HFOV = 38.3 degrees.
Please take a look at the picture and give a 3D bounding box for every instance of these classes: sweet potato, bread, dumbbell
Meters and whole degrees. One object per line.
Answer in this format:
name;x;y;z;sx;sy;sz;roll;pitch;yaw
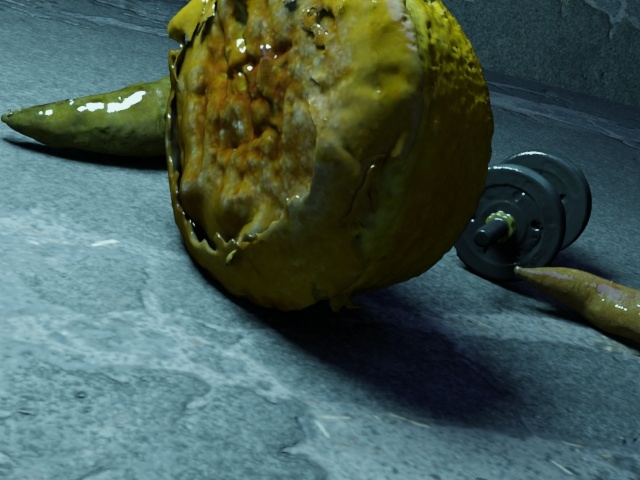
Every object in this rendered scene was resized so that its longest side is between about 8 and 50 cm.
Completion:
sweet potato;-0.184;-0.161;1.178;0.423;0.130;0.130;-15;37;-42
bread;-0.006;-0.112;0.887;0.204;0.337;0.358;8;27;-42
dumbbell;0.252;-0.035;1.155;0.143;0.143;0.325;25;22;21
sweet potato;0.355;0.087;1.043;0.281;0.059;0.067;22;40;17

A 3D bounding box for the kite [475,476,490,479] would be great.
kite;0.169;0.244;0.556;0.169;0.015;0.310;20;20;6
